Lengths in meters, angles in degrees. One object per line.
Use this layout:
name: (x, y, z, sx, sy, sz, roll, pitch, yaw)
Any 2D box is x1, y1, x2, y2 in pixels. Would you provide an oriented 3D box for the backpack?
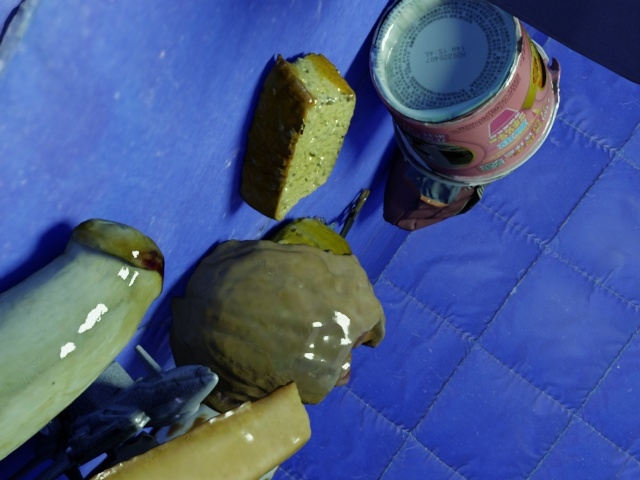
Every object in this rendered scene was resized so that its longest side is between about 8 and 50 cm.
backpack: (0.248, -0.143, 1.226, 0.283, 0.197, 0.317, -48, 168, -38)

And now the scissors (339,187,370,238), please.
scissors: (0.053, -0.033, 1.101, 0.088, 0.017, 0.220, -58, 180, 24)

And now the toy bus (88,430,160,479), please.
toy bus: (-0.281, 0.328, 0.792, 0.072, 0.057, 0.172, -52, 173, 39)

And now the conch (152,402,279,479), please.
conch: (-0.143, 0.313, 0.963, 0.275, 0.183, 0.148, 4, 115, -62)

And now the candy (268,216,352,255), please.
candy: (-0.056, 0.088, 0.860, 0.260, 0.118, 0.260, -52, 171, -11)

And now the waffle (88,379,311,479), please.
waffle: (-0.194, 0.244, 0.490, 0.304, 0.077, 0.348, -40, 165, 32)

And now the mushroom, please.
mushroom: (-0.213, 0.104, 0.347, 0.312, 0.081, 0.100, -46, 166, -29)

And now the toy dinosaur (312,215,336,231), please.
toy dinosaur: (0.000, 0.000, 1.013, 0.080, 0.045, 0.197, -64, 166, -7)

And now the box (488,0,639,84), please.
box: (0.144, -0.237, 0.359, 0.188, 0.252, 0.153, -41, 162, -46)

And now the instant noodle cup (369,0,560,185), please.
instant noodle cup: (0.173, -0.197, 0.753, 0.244, 0.244, 0.255, -57, 162, 11)

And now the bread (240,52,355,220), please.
bread: (-0.024, -0.100, 0.585, 0.103, 0.065, 0.187, -38, 160, -39)

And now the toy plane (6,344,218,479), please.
toy plane: (-0.173, 0.138, 0.511, 0.267, 0.088, 0.212, -39, -178, 41)

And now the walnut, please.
walnut: (-0.042, 0.094, 0.652, 0.238, 0.204, 0.141, -37, -154, -13)
